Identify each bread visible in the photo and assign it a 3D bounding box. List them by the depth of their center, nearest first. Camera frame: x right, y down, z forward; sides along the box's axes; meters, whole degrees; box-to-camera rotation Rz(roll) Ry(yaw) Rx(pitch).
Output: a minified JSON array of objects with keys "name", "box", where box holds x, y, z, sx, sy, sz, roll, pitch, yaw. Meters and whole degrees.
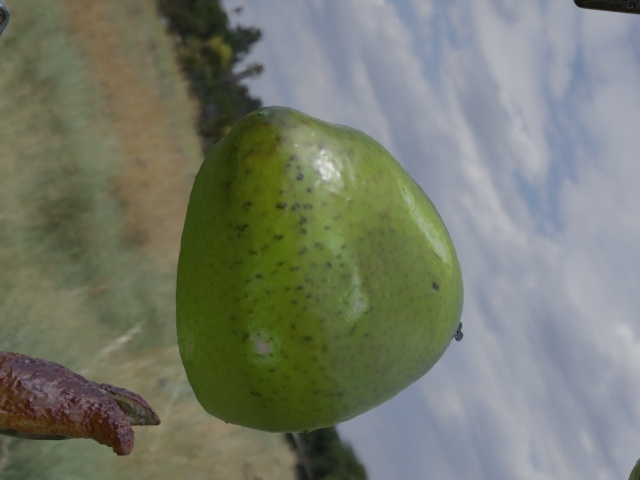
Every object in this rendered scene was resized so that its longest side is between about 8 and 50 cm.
[{"name":"bread","box":[-0.332,0.192,1.706,0.139,0.269,0.095,-62,159,-70]}]

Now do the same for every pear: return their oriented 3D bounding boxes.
[{"name":"pear","box":[0.000,0.000,1.484,0.238,0.342,0.318,6,-54,43]}]

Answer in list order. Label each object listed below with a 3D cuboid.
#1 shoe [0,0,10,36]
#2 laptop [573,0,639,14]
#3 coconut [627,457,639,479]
[{"name":"shoe","box":[-0.369,-0.234,1.508,0.195,0.078,0.079,-77,162,-53]},{"name":"laptop","box":[0.346,-0.292,1.487,0.207,0.154,0.026,-73,169,-55]},{"name":"coconut","box":[0.301,0.201,1.150,0.158,0.055,0.133,-34,-142,45]}]
